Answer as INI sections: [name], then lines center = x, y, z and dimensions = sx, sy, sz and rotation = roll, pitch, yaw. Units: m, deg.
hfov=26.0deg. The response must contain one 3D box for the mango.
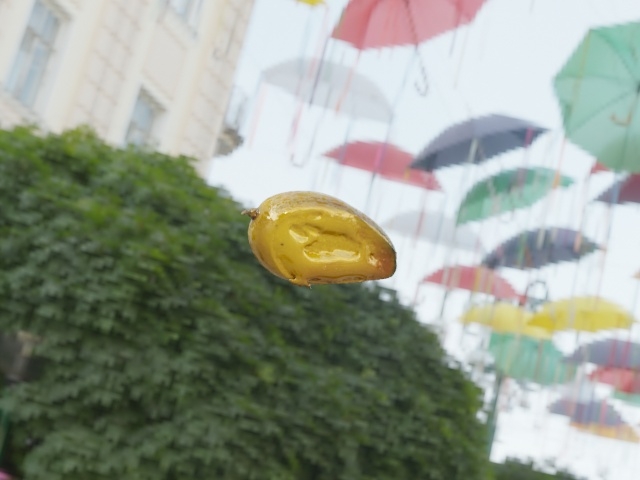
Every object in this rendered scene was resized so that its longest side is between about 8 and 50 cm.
[mango]
center = 0.000, 0.000, 1.485
dimensions = 0.188, 0.101, 0.066
rotation = 13, 11, -22
